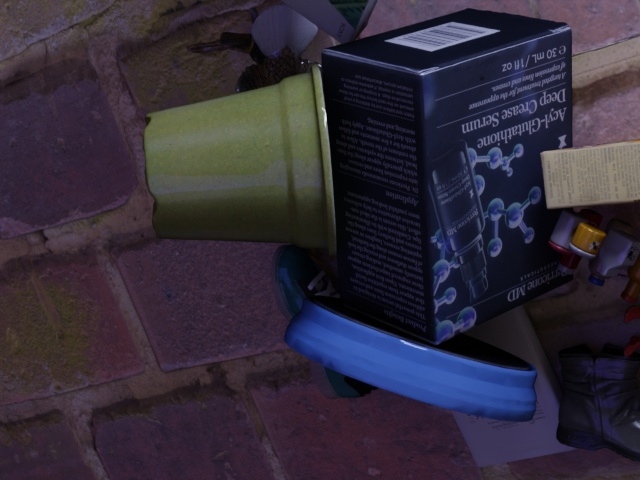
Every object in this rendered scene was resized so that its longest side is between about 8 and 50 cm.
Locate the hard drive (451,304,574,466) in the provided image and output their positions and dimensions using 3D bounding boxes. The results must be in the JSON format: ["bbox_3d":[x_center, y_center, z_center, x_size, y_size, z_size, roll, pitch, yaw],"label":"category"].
[{"bbox_3d":[0.280,0.216,2.139,0.203,0.040,0.308,-19,99,39],"label":"hard drive"}]

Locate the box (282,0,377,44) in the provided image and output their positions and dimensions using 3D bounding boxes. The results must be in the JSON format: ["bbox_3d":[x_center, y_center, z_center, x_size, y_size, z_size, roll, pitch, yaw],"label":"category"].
[{"bbox_3d":[-0.053,-0.422,1.791,0.322,0.058,0.232,34,159,2],"label":"box"}]

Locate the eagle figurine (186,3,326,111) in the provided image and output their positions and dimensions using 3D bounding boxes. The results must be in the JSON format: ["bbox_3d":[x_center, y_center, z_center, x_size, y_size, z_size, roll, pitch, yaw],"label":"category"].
[{"bbox_3d":[-0.056,-0.200,2.038,0.226,0.225,0.298,-24,67,29],"label":"eagle figurine"}]

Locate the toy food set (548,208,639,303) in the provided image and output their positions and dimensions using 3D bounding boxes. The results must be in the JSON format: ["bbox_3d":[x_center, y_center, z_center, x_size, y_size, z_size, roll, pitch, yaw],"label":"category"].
[{"bbox_3d":[0.392,0.025,1.848,0.111,0.232,0.105,33,108,33],"label":"toy food set"}]

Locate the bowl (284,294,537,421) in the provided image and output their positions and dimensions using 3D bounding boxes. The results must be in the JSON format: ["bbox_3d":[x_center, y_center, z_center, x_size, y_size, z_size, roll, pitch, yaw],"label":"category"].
[{"bbox_3d":[0.140,0.169,1.955,0.391,0.391,0.077,19,94,27],"label":"bowl"}]

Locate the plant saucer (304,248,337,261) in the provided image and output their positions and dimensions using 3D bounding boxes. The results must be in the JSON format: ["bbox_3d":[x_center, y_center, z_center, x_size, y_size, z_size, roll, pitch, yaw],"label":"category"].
[{"bbox_3d":[0.000,0.000,2.236,0.083,0.015,0.083,22,138,22],"label":"plant saucer"}]

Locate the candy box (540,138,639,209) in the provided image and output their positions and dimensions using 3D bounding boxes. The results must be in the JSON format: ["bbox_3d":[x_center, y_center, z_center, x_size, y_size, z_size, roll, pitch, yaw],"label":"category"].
[{"bbox_3d":[0.480,-0.100,1.753,0.316,0.183,0.088,-5,93,36],"label":"candy box"}]

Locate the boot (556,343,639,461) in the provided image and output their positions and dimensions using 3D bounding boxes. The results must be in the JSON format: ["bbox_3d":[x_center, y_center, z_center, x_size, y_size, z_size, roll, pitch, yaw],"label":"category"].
[{"bbox_3d":[0.477,0.248,1.997,0.246,0.083,0.161,8,103,23],"label":"boot"}]

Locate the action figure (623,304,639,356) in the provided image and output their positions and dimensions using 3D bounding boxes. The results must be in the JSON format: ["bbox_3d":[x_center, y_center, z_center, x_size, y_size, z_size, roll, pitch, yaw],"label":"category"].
[{"bbox_3d":[0.564,0.168,1.866,0.280,0.139,0.092,7,116,29],"label":"action figure"}]

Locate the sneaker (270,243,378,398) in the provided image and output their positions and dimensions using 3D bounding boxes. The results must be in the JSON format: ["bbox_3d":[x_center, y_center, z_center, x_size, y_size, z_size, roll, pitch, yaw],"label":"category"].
[{"bbox_3d":[0.021,0.135,2.243,0.121,0.108,0.302,-11,113,36],"label":"sneaker"}]

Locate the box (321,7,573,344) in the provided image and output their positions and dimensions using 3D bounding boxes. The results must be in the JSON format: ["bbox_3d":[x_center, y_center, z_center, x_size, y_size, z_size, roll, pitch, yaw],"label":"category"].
[{"bbox_3d":[0.187,-0.100,1.862,0.212,0.293,0.396,22,125,47],"label":"box"}]

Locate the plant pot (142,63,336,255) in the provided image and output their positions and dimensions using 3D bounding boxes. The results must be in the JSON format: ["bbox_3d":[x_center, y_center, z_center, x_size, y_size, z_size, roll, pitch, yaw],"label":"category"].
[{"bbox_3d":[-0.115,-0.103,1.850,0.253,0.276,0.276,-5,113,-1],"label":"plant pot"}]
